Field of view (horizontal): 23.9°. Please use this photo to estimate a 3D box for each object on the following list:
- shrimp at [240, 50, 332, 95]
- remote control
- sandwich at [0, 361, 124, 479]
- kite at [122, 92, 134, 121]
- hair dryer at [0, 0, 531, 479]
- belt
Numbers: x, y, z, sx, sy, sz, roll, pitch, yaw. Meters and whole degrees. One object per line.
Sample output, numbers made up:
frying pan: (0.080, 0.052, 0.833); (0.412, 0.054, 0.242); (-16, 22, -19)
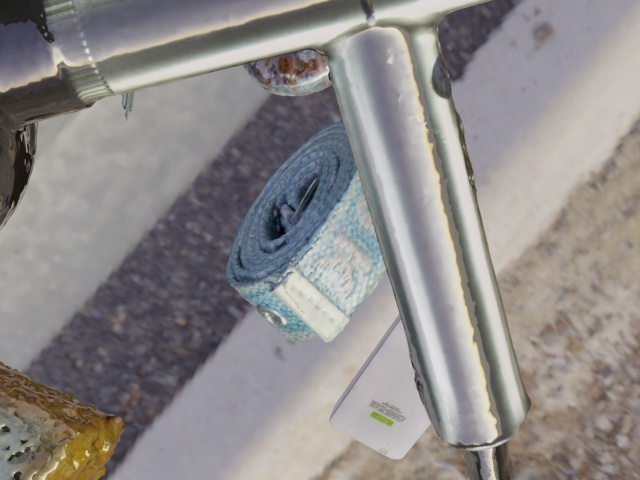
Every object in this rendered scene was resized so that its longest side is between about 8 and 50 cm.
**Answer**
shrimp: (-0.043, -0.171, 1.096); (0.079, 0.090, 0.233); (-30, 40, -5)
remote control: (0.095, 0.161, 1.696); (0.103, 0.250, 0.034); (28, 49, -1)
sandwich: (-0.264, 0.143, 0.844); (0.251, 0.087, 0.226); (27, 97, 20)
kite: (-0.196, -0.311, 1.490); (0.014, 0.368, 0.406); (0, 67, -19)
hair dryer: (-0.025, -0.014, 0.599); (0.320, 0.156, 0.284); (-5, 96, 5)
belt: (0.003, -0.006, 1.088); (0.163, 0.082, 0.147); (-53, 20, -18)
